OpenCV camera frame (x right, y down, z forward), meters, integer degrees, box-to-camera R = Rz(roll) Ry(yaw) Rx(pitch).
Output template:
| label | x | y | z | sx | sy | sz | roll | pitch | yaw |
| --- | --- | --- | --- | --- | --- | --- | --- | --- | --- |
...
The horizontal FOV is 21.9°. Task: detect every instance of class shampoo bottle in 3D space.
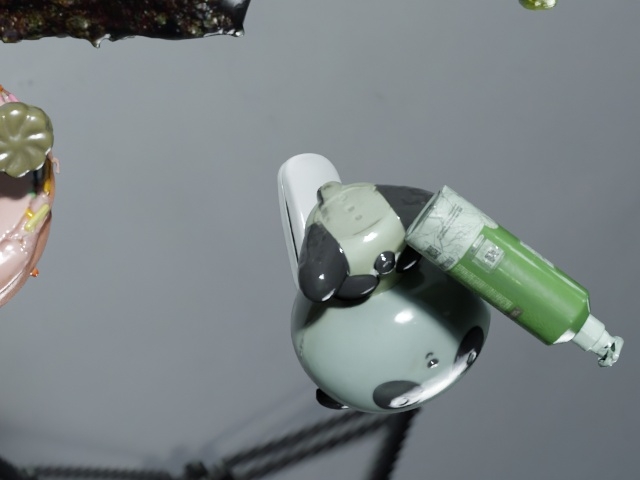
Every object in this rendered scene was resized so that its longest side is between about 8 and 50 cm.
| label | x | y | z | sx | sy | sz | roll | pitch | yaw |
| --- | --- | --- | --- | --- | --- | --- | --- | --- | --- |
| shampoo bottle | 0.169 | 0.037 | 1.401 | 0.204 | 0.065 | 0.065 | 36 | 96 | -4 |

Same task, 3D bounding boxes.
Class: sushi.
| label | x | y | z | sx | sy | sz | roll | pitch | yaw |
| --- | --- | --- | --- | --- | --- | --- | --- | --- | --- |
| sushi | -0.217 | -0.302 | 1.637 | 0.343 | 0.196 | 0.182 | 4 | 121 | 14 |

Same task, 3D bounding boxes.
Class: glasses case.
| label | x | y | z | sx | sy | sz | roll | pitch | yaw |
| --- | --- | --- | --- | --- | --- | --- | --- | --- | --- |
| glasses case | 0.000 | 0.000 | 1.831 | 0.076 | 0.049 | 0.197 | -5 | 78 | -39 |

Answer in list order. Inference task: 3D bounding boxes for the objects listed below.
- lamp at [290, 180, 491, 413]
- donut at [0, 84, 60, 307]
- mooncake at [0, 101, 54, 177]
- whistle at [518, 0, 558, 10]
| label | x | y | z | sx | sy | sz | roll | pitch | yaw |
| --- | --- | --- | --- | --- | --- | --- | --- | --- | --- |
| lamp | 0.061 | 0.054 | 1.556 | 0.197 | 0.198 | 0.244 | -32 | 141 | -10 |
| donut | -0.301 | -0.034 | 1.296 | 0.199 | 0.233 | 0.085 | -29 | 155 | -7 |
| mooncake | -0.094 | -0.149 | 1.178 | 0.150 | 0.057 | 0.347 | 34 | 112 | -27 |
| whistle | 0.234 | -0.331 | 1.761 | 0.057 | 0.198 | 0.104 | 4 | 144 | 8 |
